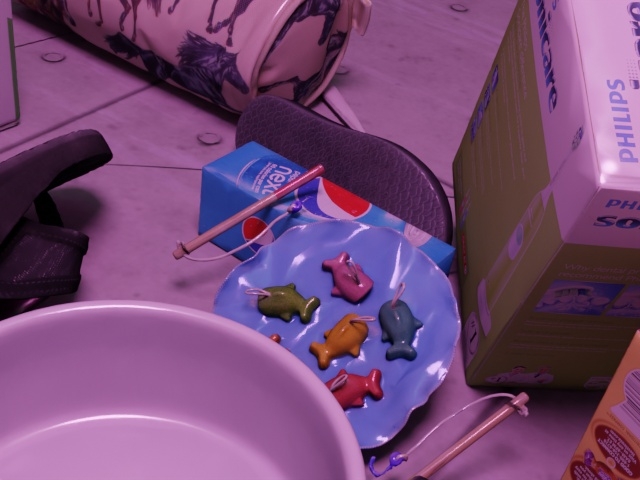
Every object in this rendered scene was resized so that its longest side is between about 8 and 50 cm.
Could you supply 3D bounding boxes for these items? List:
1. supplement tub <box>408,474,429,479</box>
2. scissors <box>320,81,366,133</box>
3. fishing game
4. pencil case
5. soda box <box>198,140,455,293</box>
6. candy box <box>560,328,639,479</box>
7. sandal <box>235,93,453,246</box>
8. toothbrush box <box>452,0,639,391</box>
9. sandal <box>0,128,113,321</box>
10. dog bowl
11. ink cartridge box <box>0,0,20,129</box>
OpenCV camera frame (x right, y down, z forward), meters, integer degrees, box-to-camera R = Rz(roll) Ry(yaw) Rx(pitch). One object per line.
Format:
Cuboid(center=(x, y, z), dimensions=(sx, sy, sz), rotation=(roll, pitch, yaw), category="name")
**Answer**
Cuboid(center=(0.117, 0.206, 0.523), dimensions=(0.198, 0.106, 0.106), rotation=(29, 41, 25), category="supplement tub")
Cuboid(center=(-0.009, -0.201, 1.110), dimensions=(0.109, 0.021, 0.297), rotation=(-19, 44, -35), category="scissors")
Cuboid(center=(0.002, 0.060, 0.690), dimensions=(0.189, 0.041, 0.264), rotation=(-31, 58, -7), category="fishing game")
Cuboid(center=(-0.154, -0.266, 1.048), dimensions=(0.410, 0.160, 0.183), rotation=(29, 66, 25), category="pencil case")
Cuboid(center=(0.000, 0.000, 0.801), dimensions=(0.210, 0.071, 0.067), rotation=(29, 41, 25), category="soda box")
Cuboid(center=(0.208, 0.120, 0.589), dimensions=(0.109, 0.186, 0.053), rotation=(-14, 44, -29), category="candy box")
Cuboid(center=(0.027, -0.059, 0.878), dimensions=(0.254, 0.097, 0.054), rotation=(40, 19, 34), category="sandal")
Cuboid(center=(0.182, -0.043, 0.676), dimensions=(0.122, 0.283, 0.206), rotation=(3, 59, -4), category="toothbrush box")
Cuboid(center=(-0.245, 0.030, 0.645), dimensions=(0.167, 0.107, 0.446), rotation=(-25, 13, 16), category="sandal")
Cuboid(center=(-0.112, 0.155, 0.542), dimensions=(0.265, 0.104, 0.265), rotation=(6, 36, -5), category="dog bowl")
Cuboid(center=(-0.420, -0.235, 0.912), dimensions=(0.289, 0.211, 0.121), rotation=(30, 43, 28), category="ink cartridge box")
